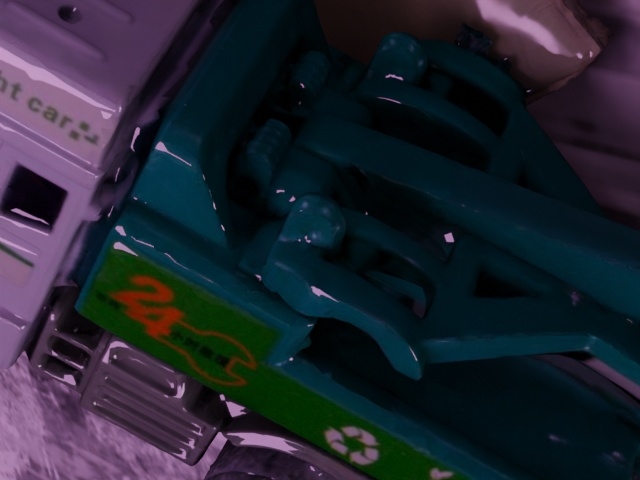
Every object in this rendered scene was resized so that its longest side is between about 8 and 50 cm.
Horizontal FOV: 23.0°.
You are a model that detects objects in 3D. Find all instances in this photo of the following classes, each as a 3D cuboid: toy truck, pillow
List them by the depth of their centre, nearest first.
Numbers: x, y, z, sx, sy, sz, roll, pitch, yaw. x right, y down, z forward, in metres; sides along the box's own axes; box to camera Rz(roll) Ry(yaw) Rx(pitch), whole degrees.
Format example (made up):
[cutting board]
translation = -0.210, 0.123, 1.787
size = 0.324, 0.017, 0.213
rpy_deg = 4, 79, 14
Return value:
[toy truck]
translation = -0.004, 0.003, 0.552
size = 0.363, 0.176, 0.178
rpy_deg = 27, 137, -1
[pillow]
translation = 0.017, -0.077, 0.623
size = 0.119, 0.053, 0.208
rpy_deg = 50, 142, -3
